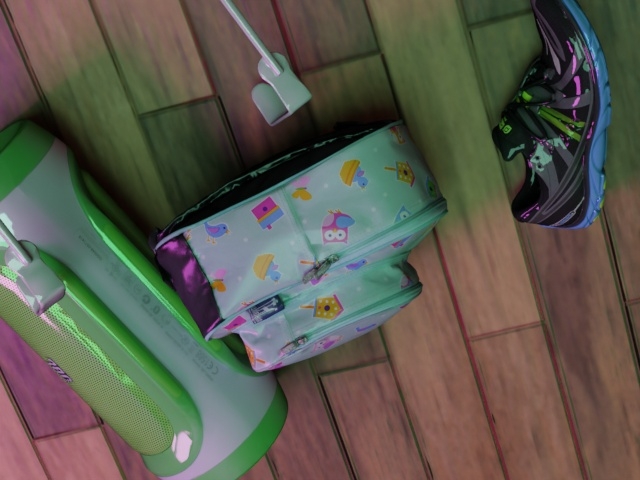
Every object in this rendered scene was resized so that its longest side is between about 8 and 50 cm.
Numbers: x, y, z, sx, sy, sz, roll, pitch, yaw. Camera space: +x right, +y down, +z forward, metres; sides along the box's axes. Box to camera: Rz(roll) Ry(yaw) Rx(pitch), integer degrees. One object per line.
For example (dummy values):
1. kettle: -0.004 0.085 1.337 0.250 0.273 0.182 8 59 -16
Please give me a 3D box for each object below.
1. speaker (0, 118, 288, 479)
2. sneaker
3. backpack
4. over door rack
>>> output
1. speaker: -0.156 0.054 1.013 0.131 0.131 0.296 -34 110 18
2. sneaker: 0.160 -0.089 0.956 0.078 0.067 0.188 -6 120 -1
3. backpack: 0.000 0.000 0.949 0.188 0.166 0.144 -35 86 8
4. over door rack: -0.168 -0.145 0.860 0.239 0.108 0.324 -39 109 -16
